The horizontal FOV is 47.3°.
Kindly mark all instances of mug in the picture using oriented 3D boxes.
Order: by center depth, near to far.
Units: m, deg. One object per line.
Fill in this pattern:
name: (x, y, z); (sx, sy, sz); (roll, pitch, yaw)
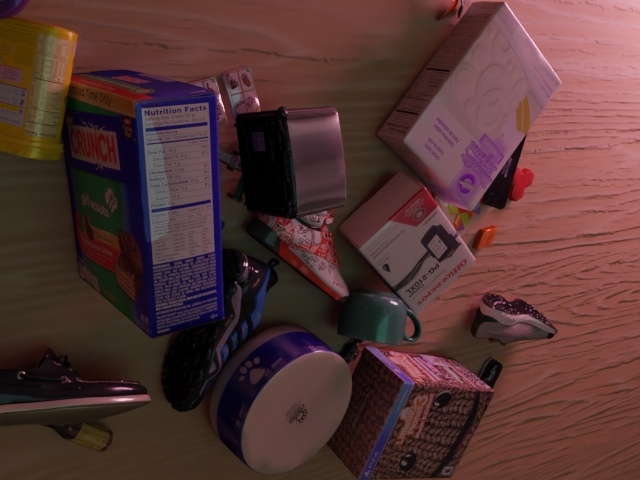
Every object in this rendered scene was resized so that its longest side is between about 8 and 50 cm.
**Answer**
mug: (0.113, 0.149, 1.444); (0.158, 0.130, 0.097); (14, 84, -50)

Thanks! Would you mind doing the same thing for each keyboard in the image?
keyboard: (0.386, -0.162, 1.566); (0.108, 0.023, 0.180); (13, 94, -47)

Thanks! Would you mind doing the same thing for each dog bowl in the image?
dog bowl: (-0.070, 0.298, 1.369); (0.265, 0.104, 0.264); (-21, 125, -33)

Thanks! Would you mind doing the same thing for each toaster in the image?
toaster: (-0.047, -0.126, 1.144); (0.110, 0.186, 0.168); (-13, 102, -29)

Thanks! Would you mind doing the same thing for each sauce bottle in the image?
sauce bottle: (-0.401, 0.309, 1.198); (0.128, 0.042, 0.042); (39, 83, -36)

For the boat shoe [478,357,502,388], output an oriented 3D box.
boat shoe: (0.409, 0.352, 1.799); (0.046, 0.038, 0.125); (25, 91, -39)

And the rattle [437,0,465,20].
rattle: (0.289, -0.501, 1.330); (0.130, 0.143, 0.199); (3, 100, -56)

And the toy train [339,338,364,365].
toy train: (0.062, 0.234, 1.512); (0.036, 0.027, 0.158); (38, 84, -41)

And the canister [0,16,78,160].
canister: (-0.390, -0.201, 0.961); (0.073, 0.126, 0.169); (-15, 120, -71)

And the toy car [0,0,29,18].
toy car: (-0.395, -0.337, 0.873); (0.159, 0.182, 0.136); (-8, 119, -14)

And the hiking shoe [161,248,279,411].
hiking shoe: (-0.165, 0.166, 1.269); (0.132, 0.113, 0.304); (17, 102, -47)

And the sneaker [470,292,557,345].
sneaker: (0.459, 0.201, 1.753); (0.272, 0.100, 0.108); (15, 112, -35)

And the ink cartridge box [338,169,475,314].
ink cartridge box: (0.175, 0.008, 1.444); (0.172, 0.100, 0.237); (-43, 128, 0)

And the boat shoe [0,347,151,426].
boat shoe: (-0.427, 0.219, 1.104); (0.340, 0.127, 0.113); (0, 64, -28)

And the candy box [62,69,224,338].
candy box: (-0.252, -0.064, 1.017); (0.122, 0.268, 0.317); (-13, 114, -36)

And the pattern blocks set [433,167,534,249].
pattern blocks set: (0.323, -0.093, 1.577); (0.325, 0.026, 0.285); (-51, 128, -9)

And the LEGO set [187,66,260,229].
LEGO set: (-0.170, -0.142, 1.201); (0.183, 0.060, 0.244); (-23, 108, -27)

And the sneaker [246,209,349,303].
sneaker: (0.000, 0.000, 1.338); (0.270, 0.090, 0.145); (41, 84, -36)

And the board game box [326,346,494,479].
board game box: (0.191, 0.374, 1.571); (0.291, 0.141, 0.232); (13, 105, -38)

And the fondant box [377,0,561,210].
fondant box: (0.297, -0.259, 1.428); (0.238, 0.096, 0.330); (39, 85, -34)
